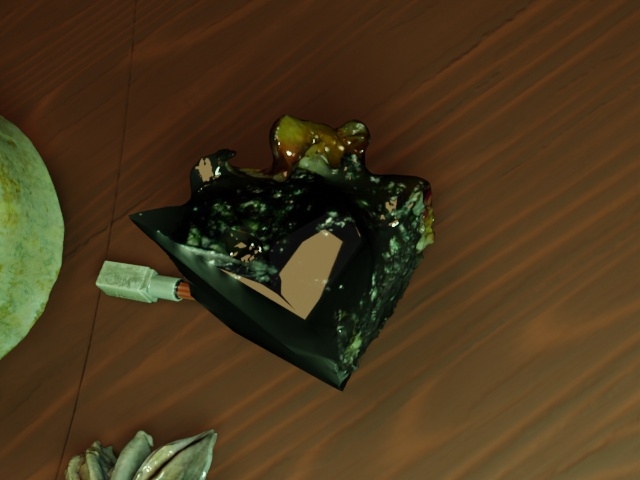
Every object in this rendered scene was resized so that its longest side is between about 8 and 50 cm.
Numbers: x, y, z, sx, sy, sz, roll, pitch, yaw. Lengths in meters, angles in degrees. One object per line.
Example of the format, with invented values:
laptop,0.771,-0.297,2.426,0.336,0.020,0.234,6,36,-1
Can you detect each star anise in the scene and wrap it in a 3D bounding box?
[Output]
star anise,-0.167,0.266,1.169,0.229,0.093,0.236,-49,52,-3

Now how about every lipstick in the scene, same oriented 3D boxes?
lipstick,-0.169,0.048,1.324,0.129,0.030,0.030,8,66,26

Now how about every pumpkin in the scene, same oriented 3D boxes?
pumpkin,-0.457,-0.004,1.312,0.332,0.199,0.332,-1,87,13

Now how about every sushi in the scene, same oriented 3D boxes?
sushi,0.000,0.001,1.161,0.215,0.227,0.212,30,77,32
